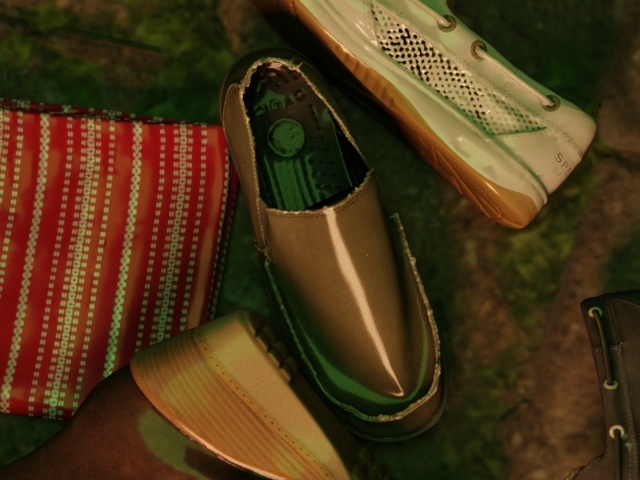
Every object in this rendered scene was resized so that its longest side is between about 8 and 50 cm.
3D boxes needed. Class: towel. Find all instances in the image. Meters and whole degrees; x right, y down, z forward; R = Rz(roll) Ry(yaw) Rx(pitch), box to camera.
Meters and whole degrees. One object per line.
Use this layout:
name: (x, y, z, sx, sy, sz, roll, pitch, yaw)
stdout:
towel: (-0.195, 0.006, 1.187, 0.275, 0.031, 0.198, 7, 77, 9)

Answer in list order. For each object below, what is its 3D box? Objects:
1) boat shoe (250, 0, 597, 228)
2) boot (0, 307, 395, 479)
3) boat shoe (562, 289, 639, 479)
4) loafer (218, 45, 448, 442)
boat shoe: (0.048, -0.130, 1.162, 0.277, 0.098, 0.096, 43, 83, 6)
boot: (-0.058, 0.183, 1.109, 0.207, 0.090, 0.248, -36, 86, 14)
boat shoe: (0.171, 0.134, 1.083, 0.076, 0.080, 0.228, -1, 74, 13)
loafer: (0.000, 0.000, 1.124, 0.094, 0.087, 0.251, -25, 82, 0)
